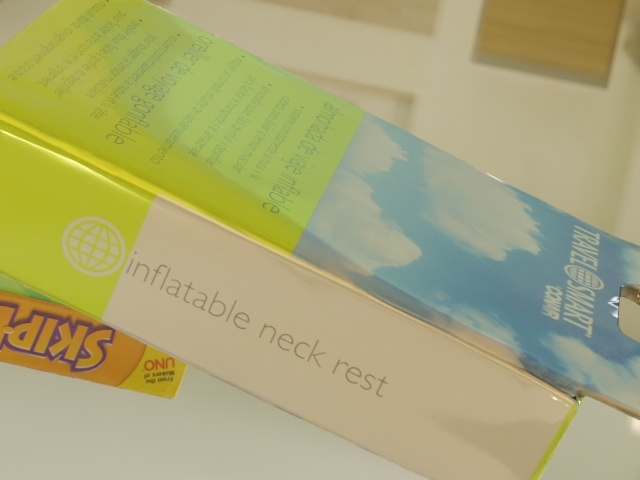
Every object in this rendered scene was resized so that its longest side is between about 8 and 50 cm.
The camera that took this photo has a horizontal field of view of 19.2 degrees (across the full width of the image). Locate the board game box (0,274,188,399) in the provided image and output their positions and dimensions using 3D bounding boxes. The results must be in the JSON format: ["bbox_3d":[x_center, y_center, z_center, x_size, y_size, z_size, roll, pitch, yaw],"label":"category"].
[{"bbox_3d":[-0.184,0.000,0.726,0.259,0.039,0.124,18,-170,-23],"label":"board game box"}]

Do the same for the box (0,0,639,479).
[{"bbox_3d":[0.000,0.000,0.470,0.178,0.042,0.109,26,-156,0],"label":"box"}]
